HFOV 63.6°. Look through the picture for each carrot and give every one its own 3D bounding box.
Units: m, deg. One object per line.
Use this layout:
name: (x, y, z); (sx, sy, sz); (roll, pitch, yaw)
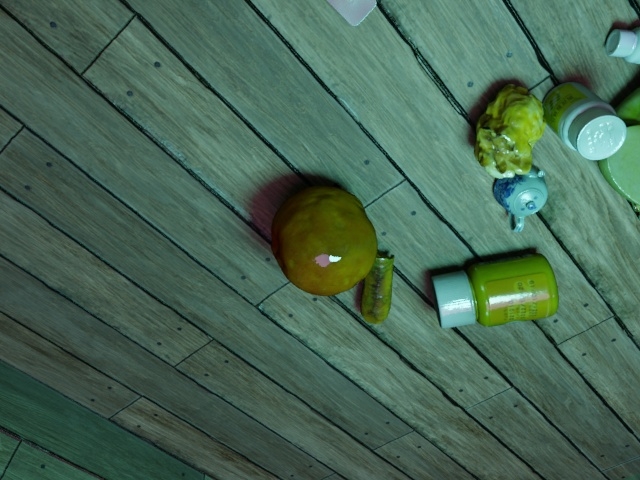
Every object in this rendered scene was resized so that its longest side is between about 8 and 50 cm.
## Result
carrot: (0.201, 0.161, 1.834); (0.114, 0.114, 0.301); (1, 122, -1)

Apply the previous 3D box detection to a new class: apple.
apple: (0.975, -0.257, 1.424); (0.361, 0.311, 0.320); (32, 143, -7)

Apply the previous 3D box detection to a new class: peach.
peach: (0.000, 0.000, 1.583); (0.302, 0.342, 0.342); (-15, 126, -16)

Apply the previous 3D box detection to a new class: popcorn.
popcorn: (0.525, -0.303, 1.466); (0.191, 0.190, 0.253); (33, 79, -35)

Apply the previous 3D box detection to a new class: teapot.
teapot: (0.631, -0.135, 1.604); (0.159, 0.158, 0.231); (5, 125, -3)

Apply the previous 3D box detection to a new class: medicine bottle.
medicine bottle: (0.901, -0.513, 1.372); (0.260, 0.095, 0.095); (5, 125, -5)
medicine bottle: (0.588, 0.182, 1.776); (0.385, 0.224, 0.224); (-10, 124, 6)
medicine bottle: (0.710, -0.326, 1.402); (0.144, 0.258, 0.143); (0, 124, 0)

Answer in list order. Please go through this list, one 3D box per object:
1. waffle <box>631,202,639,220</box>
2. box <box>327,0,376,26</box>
waffle: (1.150, -0.167, 1.629); (0.317, 0.073, 0.297); (-21, 123, 17)
box: (0.074, -0.626, 1.330); (0.126, 0.031, 0.091); (36, 118, -23)
